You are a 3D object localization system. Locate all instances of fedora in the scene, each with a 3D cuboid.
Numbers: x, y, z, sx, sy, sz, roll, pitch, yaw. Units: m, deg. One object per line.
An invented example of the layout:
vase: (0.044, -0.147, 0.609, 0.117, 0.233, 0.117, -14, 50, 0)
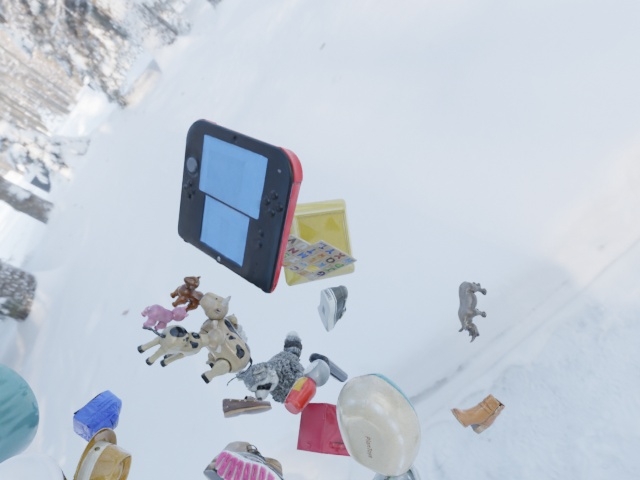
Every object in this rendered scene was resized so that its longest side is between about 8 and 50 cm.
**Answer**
fedora: (-0.499, 0.539, 0.985, 0.194, 0.079, 0.195, -175, 90, -90)

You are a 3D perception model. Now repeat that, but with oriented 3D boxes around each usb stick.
usb stick: (0.033, 0.462, 1.525, 0.077, 0.278, 0.045, 11, 67, 25)

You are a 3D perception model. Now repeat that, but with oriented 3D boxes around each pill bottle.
pill bottle: (-0.472, 0.448, 0.697, 0.117, 0.117, 0.215, -100, 19, -46)

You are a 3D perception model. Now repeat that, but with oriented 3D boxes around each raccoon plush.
raccoon plush: (-0.252, 0.591, 2.070, 0.216, 0.299, 0.446, -43, 28, 16)

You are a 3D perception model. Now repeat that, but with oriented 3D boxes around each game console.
game console: (-0.219, -0.095, 1.039, 0.386, 0.060, 0.342, 27, 110, 33)

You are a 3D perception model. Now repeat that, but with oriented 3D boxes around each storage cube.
storage cube: (0.029, 0.808, 1.813, 0.215, 0.183, 0.193, -26, 50, 50)

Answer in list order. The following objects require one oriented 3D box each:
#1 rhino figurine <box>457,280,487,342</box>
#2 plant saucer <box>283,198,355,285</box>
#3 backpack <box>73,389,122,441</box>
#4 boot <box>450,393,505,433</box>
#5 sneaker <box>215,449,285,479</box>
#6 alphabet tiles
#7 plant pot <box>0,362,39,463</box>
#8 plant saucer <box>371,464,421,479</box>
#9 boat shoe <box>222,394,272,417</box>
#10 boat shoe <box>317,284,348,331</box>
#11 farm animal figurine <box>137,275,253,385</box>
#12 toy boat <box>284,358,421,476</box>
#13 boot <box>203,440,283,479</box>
rhino figurine: (0.580, 0.273, 1.639, 0.073, 0.106, 0.244, 142, 137, -67)
plant saucer: (0.000, 0.000, 1.752, 0.081, 0.332, 0.333, -6, 93, 64)
backpack: (-0.622, 0.500, 1.203, 0.120, 0.101, 0.098, -48, -12, -55)
boot: (0.590, 0.634, 1.587, 0.152, 0.197, 0.073, -50, 29, 11)
sneaker: (-0.119, 0.451, 0.814, 0.170, 0.074, 0.063, 7, 76, 33)
alphabet tiles: (-0.039, 0.051, 1.290, 0.198, 0.237, 0.009, -27, 48, 37)
plant pot: (-0.834, 0.442, 0.921, 0.293, 0.293, 0.235, -49, 9, 6)
plant saucer: (0.280, 1.037, 1.578, 0.401, 0.100, 0.400, -56, 8, 13)
boat shoe: (-0.286, 0.643, 1.658, 0.073, 0.206, 0.073, -48, 46, 33)
boat shoe: (0.038, 0.187, 1.152, 0.070, 0.219, 0.078, -19, 65, -15)
farm animal figurine: (-0.291, 0.236, 1.110, 0.172, 0.327, 0.330, -31, 23, 8)
toy boat: (0.078, 0.374, 0.961, 0.318, 0.268, 0.148, 14, 35, 27)
boot: (-0.203, 0.609, 1.174, 0.305, 0.112, 0.115, -24, 17, 39)
